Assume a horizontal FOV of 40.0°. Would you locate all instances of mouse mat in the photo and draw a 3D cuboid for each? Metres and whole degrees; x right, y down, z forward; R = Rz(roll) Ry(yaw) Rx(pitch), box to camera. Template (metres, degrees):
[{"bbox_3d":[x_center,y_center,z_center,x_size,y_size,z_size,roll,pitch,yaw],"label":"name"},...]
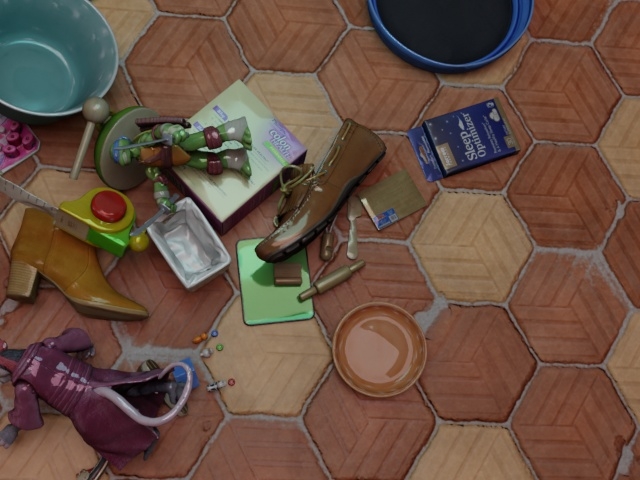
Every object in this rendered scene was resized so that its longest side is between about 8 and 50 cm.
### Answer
[{"bbox_3d":[-0.096,0.082,1.862,0.153,0.007,0.189,-5,75,-8],"label":"mouse mat"}]

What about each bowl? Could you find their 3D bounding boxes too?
[{"bbox_3d":[0.295,-0.567,2.039,0.391,0.077,0.391,1,76,-6],"label":"bowl"},{"bbox_3d":[-0.587,-0.363,1.810,0.312,0.163,0.311,9,67,-23],"label":"bowl"}]

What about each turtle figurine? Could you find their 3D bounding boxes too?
[{"bbox_3d":[-0.260,-0.135,1.686,0.266,0.274,0.197,-10,111,-13],"label":"turtle figurine"}]

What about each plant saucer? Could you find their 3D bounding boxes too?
[{"bbox_3d":[0.121,0.228,1.833,0.200,0.037,0.199,2,75,-6],"label":"plant saucer"}]

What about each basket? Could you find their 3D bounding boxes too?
[{"bbox_3d":[-0.271,0.015,1.809,0.113,0.103,0.167,-33,81,-13],"label":"basket"}]

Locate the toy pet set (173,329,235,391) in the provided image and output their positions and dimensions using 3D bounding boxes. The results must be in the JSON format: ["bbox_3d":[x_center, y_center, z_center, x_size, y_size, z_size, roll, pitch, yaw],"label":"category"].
[{"bbox_3d":[-0.242,0.250,1.771,0.114,0.065,0.122,-20,78,-11],"label":"toy pet set"}]

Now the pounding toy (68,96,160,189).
[{"bbox_3d":[-0.438,-0.209,1.807,0.110,0.237,0.182,26,99,25],"label":"pounding toy"}]

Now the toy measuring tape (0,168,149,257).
[{"bbox_3d":[-0.482,-0.076,1.742,0.330,0.121,0.121,29,74,-4],"label":"toy measuring tape"}]

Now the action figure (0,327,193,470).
[{"bbox_3d":[-0.457,0.284,1.622,0.370,0.276,0.248,27,66,-14],"label":"action figure"}]

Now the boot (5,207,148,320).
[{"bbox_3d":[-0.476,0.041,1.783,0.295,0.104,0.211,13,67,-9],"label":"boot"}]

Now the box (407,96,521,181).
[{"bbox_3d":[0.322,-0.226,1.976,0.225,0.036,0.136,-19,78,-10],"label":"box"}]

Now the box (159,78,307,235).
[{"bbox_3d":[-0.190,-0.174,1.861,0.243,0.117,0.213,-43,83,-14],"label":"box"}]

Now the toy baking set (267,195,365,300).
[{"bbox_3d":[0.002,0.007,1.875,0.256,0.030,0.196,-24,80,-14],"label":"toy baking set"}]

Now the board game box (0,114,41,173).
[{"bbox_3d":[-0.859,-0.241,1.836,0.390,0.050,0.390,-37,82,-14],"label":"board game box"}]

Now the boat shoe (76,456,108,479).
[{"bbox_3d":[-0.459,0.469,1.700,0.043,0.049,0.137,35,79,5],"label":"boat shoe"}]

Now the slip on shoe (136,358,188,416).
[{"bbox_3d":[-0.319,0.302,1.762,0.041,0.051,0.135,-41,89,18],"label":"slip on shoe"}]

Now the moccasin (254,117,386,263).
[{"bbox_3d":[-0.016,-0.108,1.817,0.147,0.139,0.380,40,71,-2],"label":"moccasin"}]

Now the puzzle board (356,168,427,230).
[{"bbox_3d":[0.157,-0.090,1.931,0.128,0.011,0.096,-28,82,-14],"label":"puzzle board"}]
